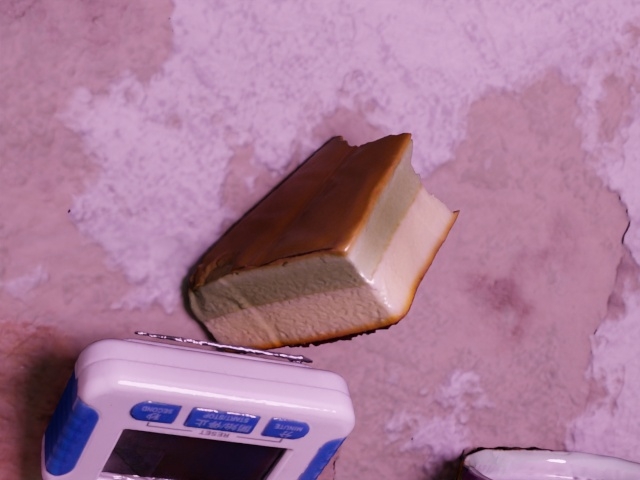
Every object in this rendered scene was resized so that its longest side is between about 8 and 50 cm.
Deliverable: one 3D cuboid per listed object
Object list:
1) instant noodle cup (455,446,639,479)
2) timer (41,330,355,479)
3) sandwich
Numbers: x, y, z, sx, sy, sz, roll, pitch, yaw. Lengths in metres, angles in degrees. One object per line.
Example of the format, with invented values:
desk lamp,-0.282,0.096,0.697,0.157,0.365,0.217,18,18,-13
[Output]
instant noodle cup,0.244,0.360,1.291,0.340,0.340,0.266,5,91,-25
timer,-0.112,0.166,1.162,0.253,0.078,0.178,11,134,-23
sandwich,0.000,0.000,1.181,0.108,0.220,0.186,52,45,-24
